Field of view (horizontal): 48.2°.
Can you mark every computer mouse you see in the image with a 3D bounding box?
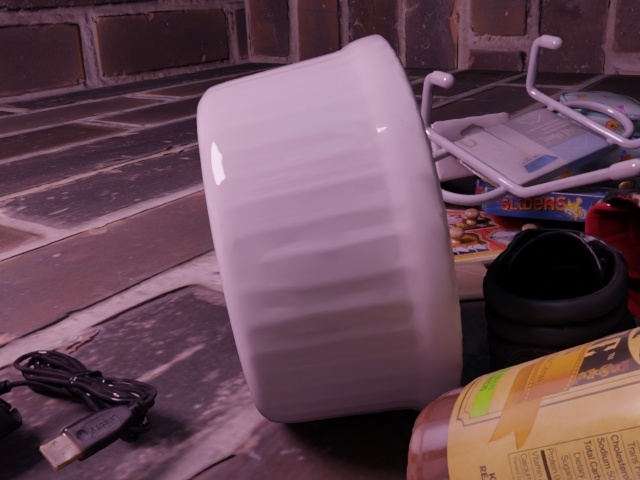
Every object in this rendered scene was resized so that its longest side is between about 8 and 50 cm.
[{"bbox_3d":[-0.239,0.140,0.471,0.184,0.060,0.262,7,10,35],"label":"computer mouse"}]

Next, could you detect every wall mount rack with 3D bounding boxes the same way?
[{"bbox_3d":[0.295,-0.132,0.843,0.350,0.130,0.304,-24,44,-27],"label":"wall mount rack"}]

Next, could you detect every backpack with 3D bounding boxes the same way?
[{"bbox_3d":[0.405,-0.148,1.079,0.189,0.144,0.166,-4,25,5],"label":"backpack"}]

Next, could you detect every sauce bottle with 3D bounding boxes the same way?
[{"bbox_3d":[0.189,0.074,0.287,0.344,0.111,0.111,-30,-3,42],"label":"sauce bottle"}]

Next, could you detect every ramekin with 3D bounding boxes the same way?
[{"bbox_3d":[0.000,0.000,0.530,0.135,0.277,0.277,-11,20,-2],"label":"ramekin"}]

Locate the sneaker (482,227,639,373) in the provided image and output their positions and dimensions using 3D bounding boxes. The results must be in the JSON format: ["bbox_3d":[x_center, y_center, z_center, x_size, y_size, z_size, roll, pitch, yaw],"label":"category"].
[{"bbox_3d":[0.195,0.049,0.540,0.105,0.146,0.296,6,20,26],"label":"sneaker"}]

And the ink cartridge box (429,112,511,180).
[{"bbox_3d":[0.170,-0.124,1.044,0.140,0.082,0.191,-11,4,-22],"label":"ink cartridge box"}]

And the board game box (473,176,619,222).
[{"bbox_3d":[0.305,-0.051,0.918,0.201,0.035,0.136,5,11,5],"label":"board game box"}]

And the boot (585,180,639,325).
[{"bbox_3d":[0.415,-0.024,0.730,0.284,0.138,0.377,-3,30,-3],"label":"boot"}]

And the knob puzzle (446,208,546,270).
[{"bbox_3d":[0.191,-0.017,0.897,0.213,0.029,0.213,-2,20,1],"label":"knob puzzle"}]

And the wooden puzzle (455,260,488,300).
[{"bbox_3d":[0.150,0.044,0.756,0.116,0.014,0.078,-2,24,1],"label":"wooden puzzle"}]
